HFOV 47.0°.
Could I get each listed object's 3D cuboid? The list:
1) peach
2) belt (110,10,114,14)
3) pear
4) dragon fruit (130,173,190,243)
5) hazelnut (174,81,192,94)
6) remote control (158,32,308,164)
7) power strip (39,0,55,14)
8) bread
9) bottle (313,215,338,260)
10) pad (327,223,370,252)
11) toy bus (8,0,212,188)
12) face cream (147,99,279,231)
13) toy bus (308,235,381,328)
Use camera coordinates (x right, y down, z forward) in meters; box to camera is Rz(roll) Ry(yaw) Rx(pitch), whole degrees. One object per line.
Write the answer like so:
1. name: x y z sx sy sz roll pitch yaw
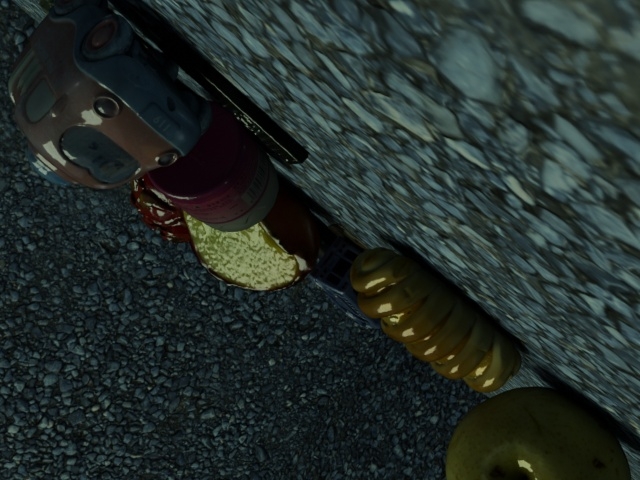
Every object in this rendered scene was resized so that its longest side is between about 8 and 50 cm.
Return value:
1. peach: -0.120 -0.035 1.574 0.362 0.201 0.257 21 126 30
2. belt: -0.321 -0.316 1.188 0.179 0.065 0.100 38 -175 -8
3. pear: 0.370 0.397 1.255 0.309 0.309 0.309 39 176 3
4. dragon fruit: -0.345 -0.144 1.858 0.277 0.277 0.342 37 145 33
5. hazelnut: -0.277 -0.228 1.359 0.154 0.143 0.143 27 169 38
6. remote control: -0.115 -0.185 0.984 0.245 0.025 0.063 41 175 -19
7. power strip: -0.492 -0.433 1.467 0.093 0.053 0.288 41 176 -5
8. bread: 0.183 0.134 1.180 0.311 0.121 0.173 39 176 -10
9. bottle: 0.000 0.000 1.756 0.082 0.072 0.244 -26 123 39
10. pad: 0.086 0.017 1.613 0.158 0.003 0.235 39 176 -4
11. toy bus: -0.312 -0.194 1.012 0.294 0.232 0.197 52 -175 38
12. face cream: -0.176 -0.118 1.241 0.175 0.175 0.195 38 175 23
13. toy bus: 0.094 0.113 1.692 0.133 0.125 0.292 32 171 35
